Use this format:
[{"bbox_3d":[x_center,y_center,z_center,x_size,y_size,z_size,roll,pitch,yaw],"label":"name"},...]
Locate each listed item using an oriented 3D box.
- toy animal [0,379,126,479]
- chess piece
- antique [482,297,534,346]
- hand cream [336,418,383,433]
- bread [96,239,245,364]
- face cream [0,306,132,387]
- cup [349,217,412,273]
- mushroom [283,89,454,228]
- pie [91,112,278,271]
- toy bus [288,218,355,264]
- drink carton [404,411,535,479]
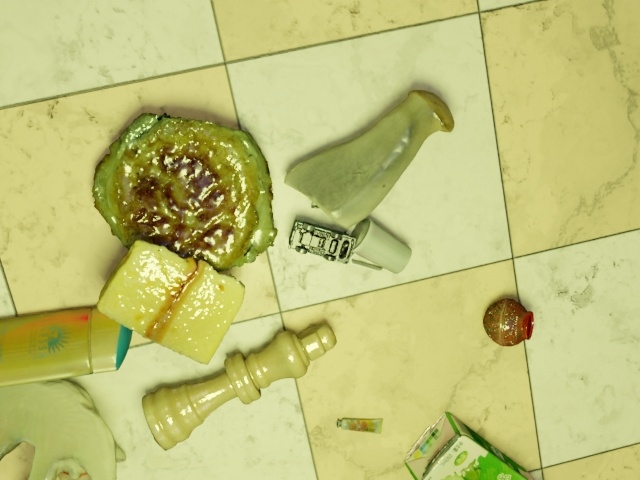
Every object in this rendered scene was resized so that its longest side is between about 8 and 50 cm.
[{"bbox_3d":[-0.532,0.378,1.304,0.307,0.188,0.266,-13,79,1],"label":"toy animal"},{"bbox_3d":[-0.149,0.274,1.343,0.396,0.117,0.117,-26,104,-3],"label":"chess piece"},{"bbox_3d":[0.384,0.169,1.397,0.104,0.104,0.104,-2,102,-7],"label":"antique"},{"bbox_3d":[0.085,0.393,1.443,0.102,0.022,0.035,8,93,-13],"label":"hand cream"},{"bbox_3d":[-0.265,0.094,1.257,0.240,0.135,0.178,30,98,-20],"label":"bread"},{"bbox_3d":[-0.497,0.196,1.277,0.284,0.067,0.139,-7,57,-7],"label":"face cream"},{"bbox_3d":[0.109,0.023,1.350,0.116,0.074,0.104,31,120,-17],"label":"cup"},{"bbox_3d":[0.102,-0.164,1.279,0.328,0.122,0.159,-42,113,2],"label":"mushroom"},{"bbox_3d":[-0.244,-0.080,1.259,0.354,0.103,0.289,12,98,-10],"label":"pie"},{"bbox_3d":[0.000,0.000,1.321,0.122,0.075,0.060,16,100,-11],"label":"toy bus"},{"bbox_3d":[0.326,0.515,1.454,0.271,0.108,0.161,37,95,-13],"label":"drink carton"}]
